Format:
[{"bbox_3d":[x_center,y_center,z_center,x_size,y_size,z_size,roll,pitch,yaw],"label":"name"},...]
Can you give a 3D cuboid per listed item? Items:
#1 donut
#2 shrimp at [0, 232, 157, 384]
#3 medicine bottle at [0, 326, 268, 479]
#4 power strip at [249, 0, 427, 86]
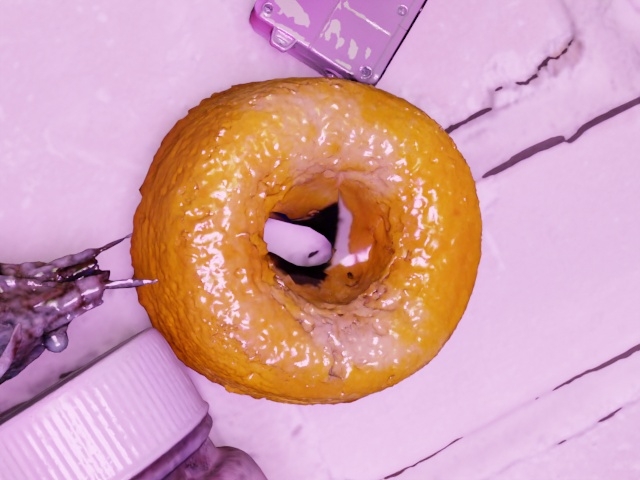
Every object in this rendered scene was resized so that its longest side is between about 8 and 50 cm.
[{"bbox_3d":[-0.002,-0.001,0.674,0.253,0.118,0.253,1,87,-26],"label":"donut"},{"bbox_3d":[-0.312,0.075,0.586,0.411,0.166,0.221,-27,61,6],"label":"shrimp"},{"bbox_3d":[-0.096,0.207,0.611,0.165,0.165,0.273,-33,94,-11],"label":"medicine bottle"},{"bbox_3d":[0.054,-0.243,0.729,0.109,0.037,0.279,31,81,-8],"label":"power strip"}]
